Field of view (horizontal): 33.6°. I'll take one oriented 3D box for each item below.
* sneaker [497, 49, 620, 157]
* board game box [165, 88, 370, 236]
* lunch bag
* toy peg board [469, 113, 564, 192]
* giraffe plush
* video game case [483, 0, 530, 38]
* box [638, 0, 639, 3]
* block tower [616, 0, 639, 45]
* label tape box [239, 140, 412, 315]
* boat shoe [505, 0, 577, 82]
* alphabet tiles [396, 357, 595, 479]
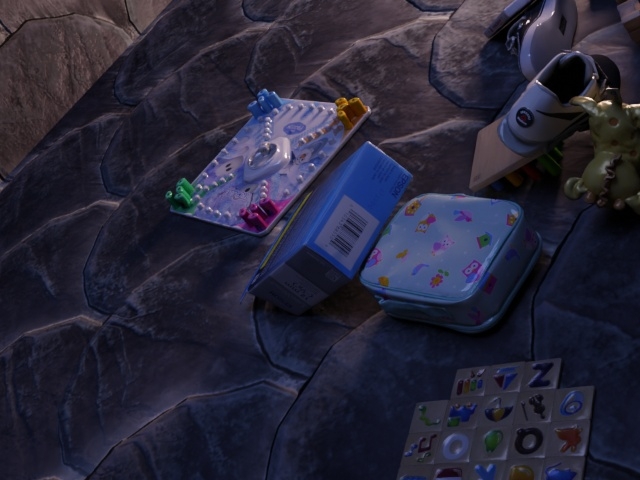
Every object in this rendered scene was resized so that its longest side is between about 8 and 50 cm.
[{"bbox_3d":[0.437,-0.262,1.785,0.122,0.146,0.330,39,47,15],"label":"sneaker"},{"bbox_3d":[-0.130,-0.191,2.392,0.390,0.050,0.390,15,59,51],"label":"board game box"},{"bbox_3d":[0.206,0.038,1.736,0.279,0.108,0.224,8,59,50],"label":"lunch bag"},{"bbox_3d":[0.358,-0.157,1.883,0.161,0.079,0.161,-31,29,39],"label":"toy peg board"},{"bbox_3d":[0.472,-0.124,1.658,0.181,0.210,0.170,7,82,43],"label":"giraffe plush"},{"bbox_3d":[0.436,-0.507,2.190,0.201,0.023,0.183,-41,0,-5],"label":"video game case"},{"bbox_3d":[0.743,-0.379,1.647,0.395,0.212,0.293,-29,32,12],"label":"box"},{"bbox_3d":[0.594,-0.515,2.010,0.097,0.091,0.335,-23,47,27],"label":"block tower"},{"bbox_3d":[0.000,0.000,1.945,0.249,0.115,0.348,-59,9,-29],"label":"label tape box"},{"bbox_3d":[0.419,-0.393,2.068,0.105,0.113,0.306,-19,33,37],"label":"boat shoe"},{"bbox_3d":[0.233,0.308,1.466,0.285,0.011,0.342,-12,40,33],"label":"alphabet tiles"}]
